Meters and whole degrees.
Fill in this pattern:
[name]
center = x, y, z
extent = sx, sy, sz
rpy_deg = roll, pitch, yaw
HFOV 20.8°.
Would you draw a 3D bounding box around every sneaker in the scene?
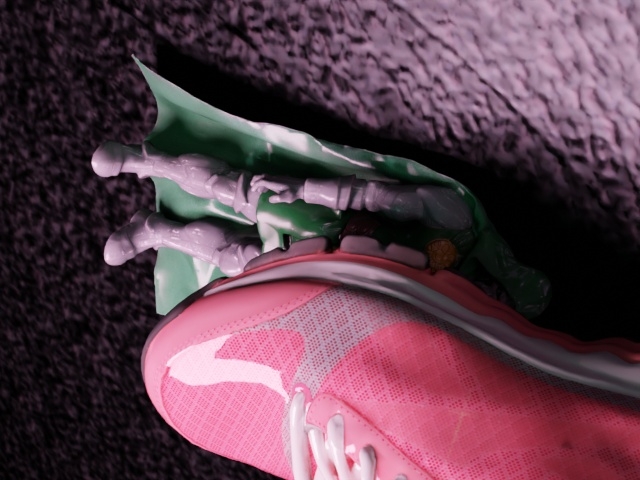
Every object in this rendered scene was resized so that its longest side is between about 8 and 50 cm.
[sneaker]
center = 0.055, 0.091, 0.685
extent = 0.314, 0.136, 0.116
rpy_deg = 10, 134, 22

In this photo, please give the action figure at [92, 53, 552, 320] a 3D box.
[action figure]
center = 0.000, 0.000, 0.786
extent = 0.232, 0.063, 0.137
rpy_deg = 12, 122, 33
